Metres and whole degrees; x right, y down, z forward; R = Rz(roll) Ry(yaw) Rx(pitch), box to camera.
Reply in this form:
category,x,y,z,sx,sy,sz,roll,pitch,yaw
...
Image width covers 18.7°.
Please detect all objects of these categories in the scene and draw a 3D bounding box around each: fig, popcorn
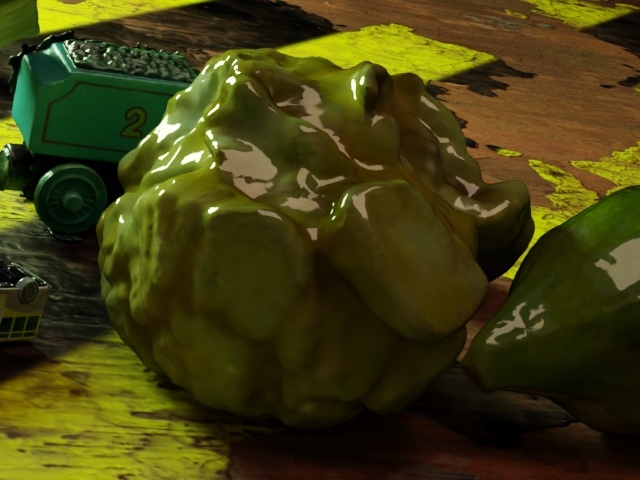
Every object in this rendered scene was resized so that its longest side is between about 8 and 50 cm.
category,x,y,z,sx,sy,sz,roll,pitch,yaw
fig,0.217,0.061,1.517,0.275,0.206,0.206,-7,28,-38
popcorn,-0.009,0.005,1.490,0.292,0.293,0.334,46,44,-15

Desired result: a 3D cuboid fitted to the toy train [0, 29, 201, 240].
category,x,y,z,sx,sy,sz,roll,pitch,yaw
toy train,-0.181,-0.090,1.715,0.203,0.163,0.112,5,22,-25

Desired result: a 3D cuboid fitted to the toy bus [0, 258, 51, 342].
category,x,y,z,sx,sy,sz,roll,pitch,yaw
toy bus,-0.256,0.047,1.432,0.052,0.058,0.102,27,18,36

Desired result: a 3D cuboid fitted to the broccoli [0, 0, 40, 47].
category,x,y,z,sx,sy,sz,roll,pitch,yaw
broccoli,-0.415,-0.175,1.609,0.252,0.221,0.361,11,29,31
